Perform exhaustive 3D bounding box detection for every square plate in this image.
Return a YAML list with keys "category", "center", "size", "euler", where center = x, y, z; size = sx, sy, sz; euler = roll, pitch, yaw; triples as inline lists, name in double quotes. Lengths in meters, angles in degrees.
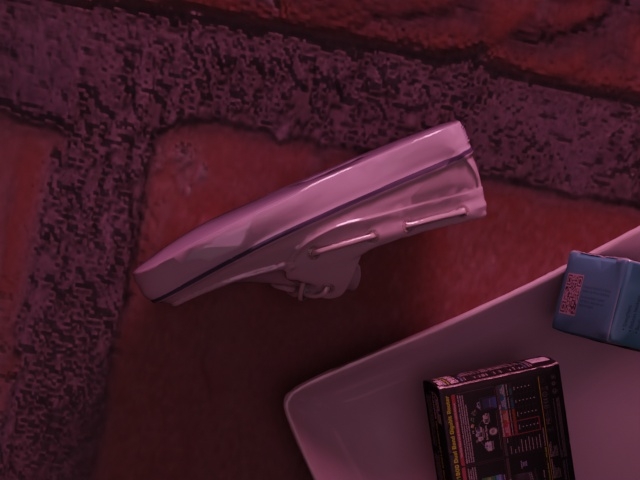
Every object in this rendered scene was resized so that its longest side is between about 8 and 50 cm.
- category: "square plate"
  center: [0.182, 0.195, 1.385]
  size: [0.344, 0.049, 0.347]
  euler: [-24, 101, -11]

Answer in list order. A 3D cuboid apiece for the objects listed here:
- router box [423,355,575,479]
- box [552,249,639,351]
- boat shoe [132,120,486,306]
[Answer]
- category: "router box"
  center: [0.128, 0.150, 1.321]
  size: [0.092, 0.038, 0.122]
  euler: [-10, 97, -14]
- category: "box"
  center: [0.298, 0.066, 1.327]
  size: [0.244, 0.100, 0.060]
  euler: [14, 89, -16]
- category: "boat shoe"
  center: [0.000, 0.000, 1.294]
  size: [0.258, 0.095, 0.084]
  euler: [-23, 97, -11]
